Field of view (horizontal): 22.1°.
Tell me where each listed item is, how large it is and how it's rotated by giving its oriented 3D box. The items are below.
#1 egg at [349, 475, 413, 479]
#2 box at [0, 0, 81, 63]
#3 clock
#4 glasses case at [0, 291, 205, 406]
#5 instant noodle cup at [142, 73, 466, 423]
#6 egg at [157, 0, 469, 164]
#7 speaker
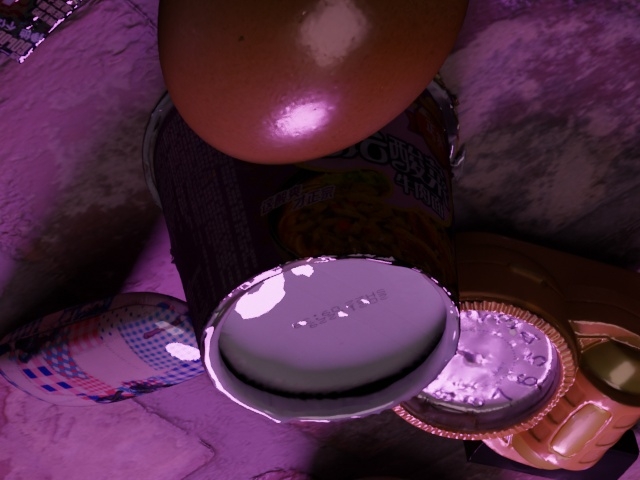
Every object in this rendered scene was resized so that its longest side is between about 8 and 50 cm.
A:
[{"bbox_3d":[0.100,0.417,2.106,0.295,0.218,0.218,18,131,-37],"label":"egg"},{"bbox_3d":[-0.237,-0.309,1.368,0.198,0.084,0.310,30,124,-35],"label":"box"},{"bbox_3d":[0.208,0.116,1.832,0.317,0.200,0.244,21,126,-17],"label":"clock"},{"bbox_3d":[-0.233,0.120,1.769,0.125,0.076,0.327,32,147,-32],"label":"glasses case"},{"bbox_3d":[0.000,0.000,1.608,0.340,0.266,0.339,-5,136,-5],"label":"instant noodle cup"},{"bbox_3d":[-0.011,-0.202,1.397,0.250,0.250,0.322,15,131,-24],"label":"egg"},{"bbox_3d":[0.296,0.264,2.101,0.218,0.044,0.082,14,132,-23],"label":"speaker"}]
